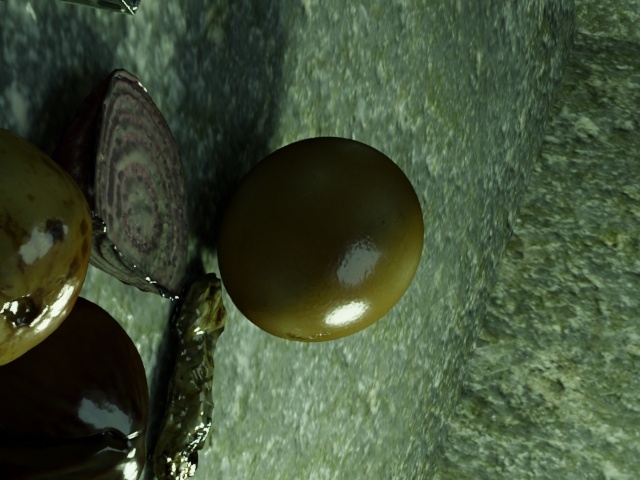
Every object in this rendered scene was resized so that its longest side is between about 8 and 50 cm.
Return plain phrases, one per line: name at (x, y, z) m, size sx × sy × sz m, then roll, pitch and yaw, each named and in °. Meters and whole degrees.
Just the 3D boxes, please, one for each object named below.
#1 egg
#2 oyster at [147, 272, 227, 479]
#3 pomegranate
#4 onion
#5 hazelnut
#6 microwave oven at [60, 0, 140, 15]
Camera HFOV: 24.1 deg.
egg at (0.000, 0.000, 2.129) m, size 0.351 × 0.283 × 0.282 m, roll -51°, pitch 149°, yaw -57°
oyster at (-0.179, 0.215, 2.109) m, size 0.129 × 0.079 × 0.345 m, roll -2°, pitch 102°, yaw -79°
pomegranate at (-0.315, 0.002, 1.337) m, size 0.215 × 0.215 × 0.215 m, roll 13°, pitch 90°, yaw -71°
onion at (-0.240, -0.063, 1.693) m, size 0.250 × 0.111 × 0.247 m, roll 55°, pitch 28°, yaw -53°
hazelnut at (-0.272, 0.180, 1.594) m, size 0.217 × 0.217 × 0.251 m, roll -55°, pitch 151°, yaw -47°
microwave oven at (-0.246, -0.338, 1.410) m, size 0.240 × 0.145 × 0.194 m, roll 54°, pitch 49°, yaw -67°
